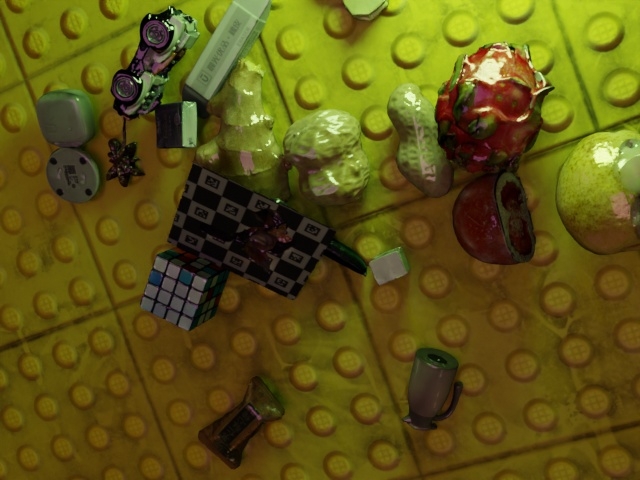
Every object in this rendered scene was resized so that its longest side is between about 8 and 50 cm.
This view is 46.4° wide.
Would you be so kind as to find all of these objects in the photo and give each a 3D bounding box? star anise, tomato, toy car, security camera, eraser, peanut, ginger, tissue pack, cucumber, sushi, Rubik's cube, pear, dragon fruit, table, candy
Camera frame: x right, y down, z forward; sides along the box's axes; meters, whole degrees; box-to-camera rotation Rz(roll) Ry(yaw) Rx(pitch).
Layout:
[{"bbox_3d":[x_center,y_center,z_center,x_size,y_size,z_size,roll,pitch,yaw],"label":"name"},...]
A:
[{"bbox_3d":[-0.516,-0.234,1.950,0.097,0.070,0.191,7,98,17],"label":"star anise"},{"bbox_3d":[0.379,-0.046,1.691,0.155,0.180,0.214,-10,88,35],"label":"tomato"},{"bbox_3d":[-0.406,-0.428,1.830,0.118,0.193,0.301,31,106,-6],"label":"toy car"},{"bbox_3d":[-0.662,-0.250,1.986,0.157,0.080,0.302,0,109,14],"label":"security camera"},{"bbox_3d":[-0.234,-0.462,1.837,0.089,0.061,0.352,36,105,8],"label":"eraser"},{"bbox_3d":[0.022,-0.192,1.770,0.196,0.110,0.233,-22,97,-9],"label":"peanut"},{"bbox_3d":[-0.199,-0.243,1.846,0.236,0.166,0.376,-19,77,32],"label":"ginger"},{"bbox_3d":[-0.362,-0.286,1.866,0.156,0.051,0.113,8,100,53],"label":"tissue pack"},{"bbox_3d":[0.000,0.000,1.826,0.284,0.056,0.056,36,107,-9],"label":"cucumber"},{"bbox_3d":[-0.167,-0.031,1.789,0.359,0.064,0.343,25,143,-5],"label":"sushi"},{"bbox_3d":[-0.345,0.119,1.915,0.155,0.151,0.154,23,105,10],"label":"Rubik's cube"},{"bbox_3d":[0.622,-0.098,1.556,0.271,0.271,0.271,2,99,15],"label":"pear"},{"bbox_3d":[0.225,-0.228,1.725,0.125,0.111,0.275,-16,91,33],"label":"peanut"},{"bbox_3d":[0.367,-0.292,1.612,0.231,0.237,0.303,9,78,0],"label":"dragon fruit"},{"bbox_3d":[0.168,0.058,1.794,0.079,0.083,0.062,-23,93,17],"label":"table"},{"bbox_3d":[-0.207,0.489,1.964,0.143,0.101,0.271,48,113,10],"label":"candy"}]

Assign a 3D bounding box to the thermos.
[{"bbox_3d":[0.276,0.372,1.813,0.137,0.105,0.193,7,107,-17],"label":"thermos"}]

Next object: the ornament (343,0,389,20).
[{"bbox_3d":[0.096,-0.627,1.722,0.180,0.059,0.201,-42,84,15],"label":"ornament"}]
